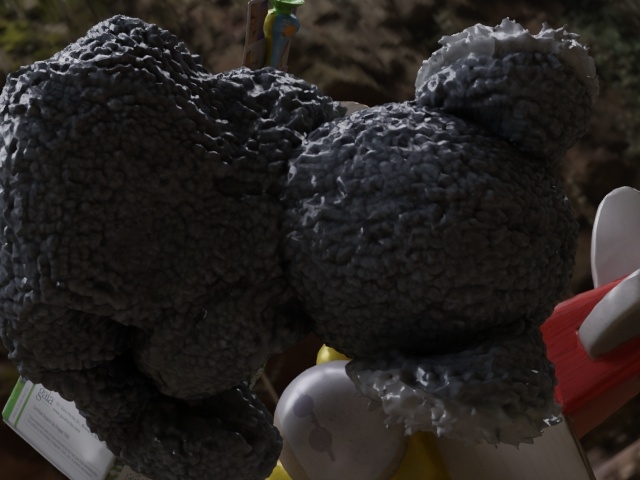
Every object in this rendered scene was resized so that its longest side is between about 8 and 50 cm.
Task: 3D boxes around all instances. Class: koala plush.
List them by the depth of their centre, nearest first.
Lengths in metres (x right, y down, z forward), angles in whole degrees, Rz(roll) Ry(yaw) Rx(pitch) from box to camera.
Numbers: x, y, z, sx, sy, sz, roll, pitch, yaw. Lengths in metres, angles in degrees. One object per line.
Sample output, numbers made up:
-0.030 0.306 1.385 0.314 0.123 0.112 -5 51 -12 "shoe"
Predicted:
0.000 0.000 0.583 0.221 0.196 0.203 5 -21 26 "koala plush"

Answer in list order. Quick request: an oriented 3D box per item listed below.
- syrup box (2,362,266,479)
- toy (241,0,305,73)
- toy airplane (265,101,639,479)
-0.080 0.029 0.852 0.093 0.096 0.237 14 -75 -55 "syrup box"
-0.046 -0.139 1.508 0.137 0.056 0.237 -39 -41 -63 "toy"
0.090 0.118 0.960 0.272 0.386 0.385 10 -85 -50 "toy airplane"
